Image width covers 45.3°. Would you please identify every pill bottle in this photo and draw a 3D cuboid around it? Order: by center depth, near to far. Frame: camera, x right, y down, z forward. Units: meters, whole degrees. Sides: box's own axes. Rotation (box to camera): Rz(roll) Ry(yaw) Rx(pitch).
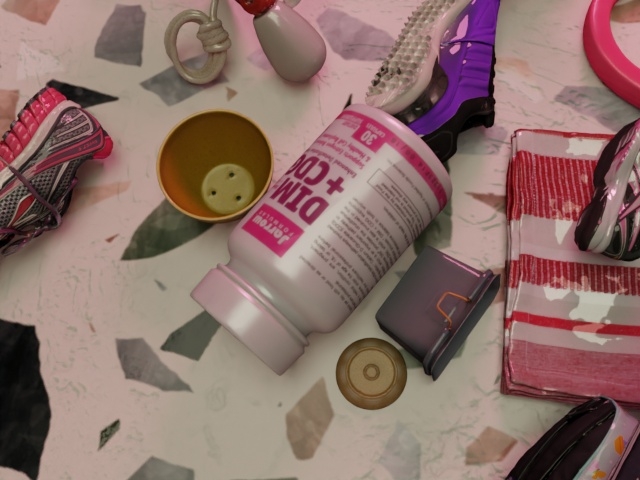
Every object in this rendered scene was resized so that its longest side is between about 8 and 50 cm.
[{"bbox_3d":[0.000,0.000,0.851,0.160,0.160,0.283,39,80,12],"label":"pill bottle"}]

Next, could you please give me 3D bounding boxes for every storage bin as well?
[{"bbox_3d":[0.128,0.074,0.866,0.091,0.098,0.135,32,79,21],"label":"storage bin"}]

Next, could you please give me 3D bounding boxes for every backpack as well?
[{"bbox_3d":[0.270,0.256,0.767,0.144,0.166,0.188,32,82,8],"label":"backpack"}]

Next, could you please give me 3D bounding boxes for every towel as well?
[{"bbox_3d":[0.335,0.027,0.893,0.237,0.037,0.329,4,75,3],"label":"towel"}]

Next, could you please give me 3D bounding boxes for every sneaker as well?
[{"bbox_3d":[0.355,-0.055,0.874,0.077,0.072,0.178,25,83,-5],"label":"sneaker"},{"bbox_3d":[-0.365,-0.034,0.908,0.112,0.121,0.299,35,87,-20],"label":"sneaker"},{"bbox_3d":[0.166,-0.208,0.937,0.146,0.102,0.293,46,57,-23],"label":"sneaker"}]

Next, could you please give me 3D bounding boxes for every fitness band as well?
[{"bbox_3d":[0.472,-0.238,0.951,0.291,0.054,0.209,34,82,12],"label":"fitness band"}]

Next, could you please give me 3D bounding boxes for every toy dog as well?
[{"bbox_3d":[-0.095,-0.369,0.940,0.220,0.334,0.161,1,34,18],"label":"toy dog"}]

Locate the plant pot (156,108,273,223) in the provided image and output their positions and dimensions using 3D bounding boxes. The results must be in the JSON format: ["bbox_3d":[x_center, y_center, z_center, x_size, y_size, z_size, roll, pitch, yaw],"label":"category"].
[{"bbox_3d":[-0.118,-0.075,0.911,0.134,0.095,0.134,-1,75,2],"label":"plant pot"}]

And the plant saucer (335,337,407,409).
[{"bbox_3d":[0.059,0.153,0.883,0.083,0.015,0.083,-1,75,3],"label":"plant saucer"}]

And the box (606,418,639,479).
[{"bbox_3d":[0.564,0.198,0.624,0.480,0.297,0.472,37,77,-14],"label":"box"}]
